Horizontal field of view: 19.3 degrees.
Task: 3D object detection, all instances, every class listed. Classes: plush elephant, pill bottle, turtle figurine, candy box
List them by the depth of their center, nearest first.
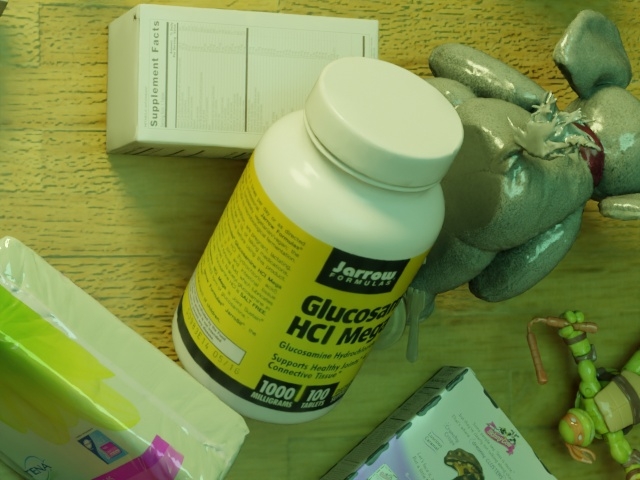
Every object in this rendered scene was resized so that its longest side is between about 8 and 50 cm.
[{"bbox_3d":[0.000,0.000,1.757,0.188,0.334,0.188,18,37,-14],"label":"pill bottle"},{"bbox_3d":[0.228,-0.083,1.902,0.255,0.330,0.272,-6,82,-38],"label":"plush elephant"},{"bbox_3d":[0.121,0.252,1.935,0.196,0.070,0.165,-41,100,-16],"label":"candy box"},{"bbox_3d":[0.332,0.178,2.004,0.217,0.087,0.269,-26,87,-26],"label":"turtle figurine"}]

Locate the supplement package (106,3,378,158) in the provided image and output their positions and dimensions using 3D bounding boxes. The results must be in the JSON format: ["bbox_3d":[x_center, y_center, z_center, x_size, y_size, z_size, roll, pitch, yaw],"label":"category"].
[{"bbox_3d":[-0.079,-0.151,1.853,0.244,0.134,0.139,2,87,-19],"label":"supplement package"}]

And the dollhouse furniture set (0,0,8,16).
[{"bbox_3d":[-0.356,-0.253,1.746,0.144,0.123,0.151,11,65,-19],"label":"dollhouse furniture set"}]

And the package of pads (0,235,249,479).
[{"bbox_3d":[-0.243,0.139,1.734,0.296,0.229,0.101,41,57,-15],"label":"package of pads"}]

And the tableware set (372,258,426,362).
[{"bbox_3d":[0.060,0.016,1.883,0.039,0.128,0.194,-26,126,-52],"label":"tableware set"}]
